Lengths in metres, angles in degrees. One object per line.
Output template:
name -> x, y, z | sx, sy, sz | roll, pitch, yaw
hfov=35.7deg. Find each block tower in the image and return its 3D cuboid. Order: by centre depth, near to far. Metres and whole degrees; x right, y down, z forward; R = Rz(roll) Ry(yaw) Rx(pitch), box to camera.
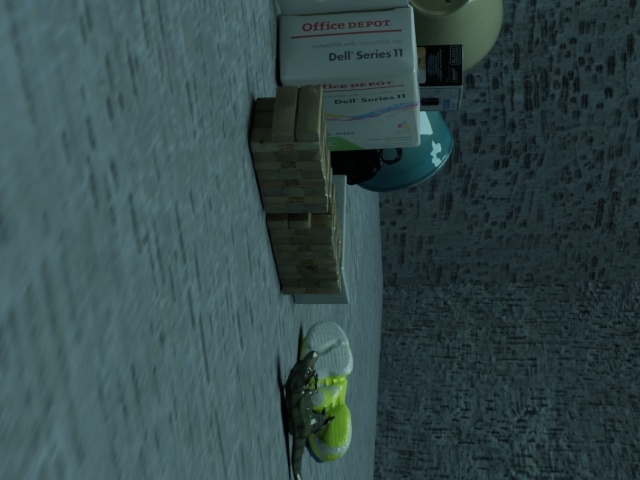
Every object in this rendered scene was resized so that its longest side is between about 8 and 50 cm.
block tower -> -0.027, -0.059, 1.363 | 0.335, 0.091, 0.097 | 82, 10, -49

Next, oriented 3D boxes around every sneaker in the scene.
sneaker -> -0.002, 0.259, 1.656 | 0.126, 0.091, 0.240 | 114, -19, -56

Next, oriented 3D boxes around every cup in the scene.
cup -> 0.265, -0.562, 2.289 | 0.237, 0.331, 0.330 | 42, 47, -83

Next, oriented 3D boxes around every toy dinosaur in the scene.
toy dinosaur -> -0.022, 0.265, 1.501 | 0.118, 0.064, 0.268 | -60, 151, -62

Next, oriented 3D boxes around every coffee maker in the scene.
coffee maker -> 0.073, -0.181, 1.914 | 0.178, 0.171, 0.120 | -75, 172, -64

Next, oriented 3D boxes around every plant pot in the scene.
plant pot -> 0.154, -0.300, 2.366 | 0.271, 0.272, 0.255 | -85, 157, -44

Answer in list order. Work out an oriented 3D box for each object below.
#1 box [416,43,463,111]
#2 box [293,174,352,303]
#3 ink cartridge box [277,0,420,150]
box -> 0.132, -0.315, 1.949 | 0.169, 0.290, 0.087 | 62, 29, -80
box -> 0.000, 0.000, 1.587 | 0.130, 0.091, 0.170 | 77, 14, -61
ink cartridge box -> 0.049, -0.261, 1.556 | 0.353, 0.207, 0.119 | 67, 21, -71
